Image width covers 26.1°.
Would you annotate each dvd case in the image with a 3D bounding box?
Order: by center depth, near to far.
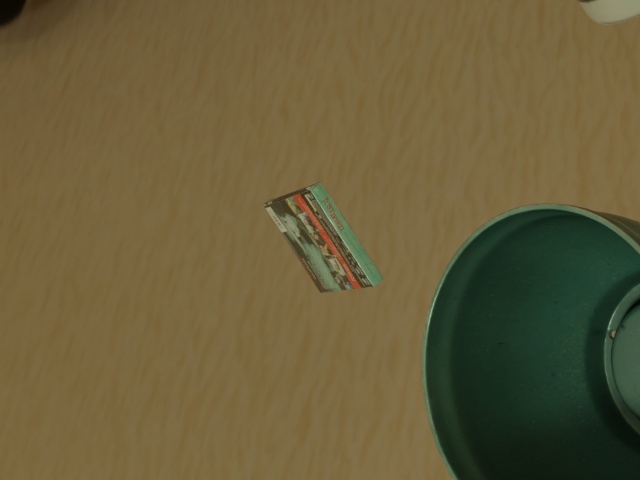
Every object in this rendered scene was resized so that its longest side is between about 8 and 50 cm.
[{"bbox_3d":[0.000,0.000,1.047,0.087,0.013,0.119,56,161,-6],"label":"dvd case"}]

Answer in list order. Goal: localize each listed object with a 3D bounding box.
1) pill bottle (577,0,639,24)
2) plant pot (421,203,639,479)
[{"bbox_3d":[0.113,-0.210,0.596,0.119,0.119,0.208,-27,104,41],"label":"pill bottle"},{"bbox_3d":[0.259,0.113,1.209,0.196,0.293,0.293,-2,158,-41],"label":"plant pot"}]
